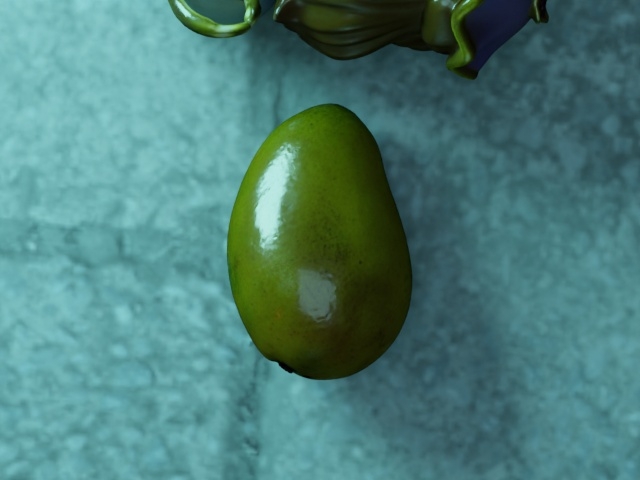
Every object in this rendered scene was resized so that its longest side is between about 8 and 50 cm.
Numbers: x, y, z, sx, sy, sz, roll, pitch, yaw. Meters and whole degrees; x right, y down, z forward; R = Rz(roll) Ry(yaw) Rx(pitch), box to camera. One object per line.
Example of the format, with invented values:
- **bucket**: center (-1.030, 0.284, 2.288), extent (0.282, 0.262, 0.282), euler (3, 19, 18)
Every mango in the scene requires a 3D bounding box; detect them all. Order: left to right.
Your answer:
- **mango**: center (-0.004, 0.003, 1.137), extent (0.111, 0.089, 0.163), euler (-16, 80, -7)

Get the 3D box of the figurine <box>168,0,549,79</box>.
- **figurine**: center (0.012, -0.179, 1.100), extent (0.263, 0.142, 0.189), euler (11, 61, 7)
